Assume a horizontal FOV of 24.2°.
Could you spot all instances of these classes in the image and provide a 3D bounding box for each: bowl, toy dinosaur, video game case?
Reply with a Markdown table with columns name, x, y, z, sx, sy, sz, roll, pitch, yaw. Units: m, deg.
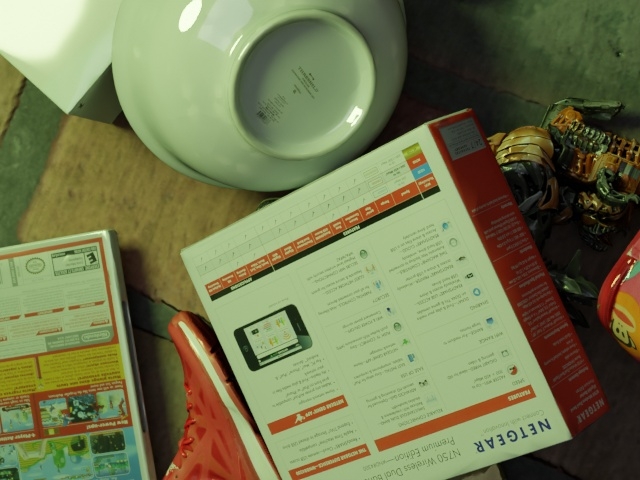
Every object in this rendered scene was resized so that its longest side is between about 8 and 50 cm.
| name | x | y | z | sx | sy | sz | roll | pitch | yaw |
| --- | --- | --- | --- | --- | --- | --- | --- | --- | --- |
| bowl | -0.036 | -0.163 | 1.393 | 0.298 | 0.134 | 0.298 | -8 | 115 | -18 |
| toy dinosaur | 0.213 | -0.033 | 1.449 | 0.322 | 0.164 | 0.218 | -4 | 75 | 27 |
| video game case | -0.283 | 0.144 | 1.543 | 0.204 | 0.025 | 0.285 | -10 | 89 | 17 |

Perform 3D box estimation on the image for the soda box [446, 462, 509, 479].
| name | x | y | z | sx | sy | sz | roll | pitch | yaw |
| --- | --- | --- | --- | --- | --- | --- | --- | --- | --- |
| soda box | 0.102 | 0.271 | 1.485 | 0.181 | 0.061 | 0.058 | -20 | 87 | 8 |

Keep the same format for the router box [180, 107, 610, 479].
| name | x | y | z | sx | sy | sz | roll | pitch | yaw |
| --- | --- | --- | --- | --- | --- | --- | --- | --- | --- |
| router box | 0.058 | 0.081 | 1.398 | 0.335 | 0.082 | 0.301 | -25 | 89 | 39 |

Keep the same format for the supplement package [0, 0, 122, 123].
| name | x | y | z | sx | sy | sz | roll | pitch | yaw |
| --- | --- | --- | --- | --- | --- | --- | --- | --- | --- |
| supplement package | -0.242 | -0.256 | 1.486 | 0.203 | 0.149 | 0.194 | 42 | 95 | 6 |

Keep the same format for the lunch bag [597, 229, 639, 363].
| name | x | y | z | sx | sy | sz | roll | pitch | yaw |
| --- | --- | --- | --- | --- | --- | --- | --- | --- | --- |
| lunch bag | 0.414 | 0.023 | 1.367 | 0.293 | 0.258 | 0.120 | -52 | 42 | 2 |

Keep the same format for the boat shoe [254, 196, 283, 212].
| name | x | y | z | sx | sy | sz | roll | pitch | yaw |
| --- | --- | --- | --- | --- | --- | --- | --- | --- | --- |
| boat shoe | 0.000 | 0.000 | 1.503 | 0.152 | 0.049 | 0.056 | 25 | 95 | 8 |

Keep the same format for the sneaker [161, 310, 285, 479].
| name | x | y | z | sx | sy | sz | roll | pitch | yaw |
| --- | --- | --- | --- | --- | --- | --- | --- | --- | --- |
| sneaker | -0.128 | 0.191 | 1.506 | 0.128 | 0.087 | 0.221 | -29 | 85 | 6 |
